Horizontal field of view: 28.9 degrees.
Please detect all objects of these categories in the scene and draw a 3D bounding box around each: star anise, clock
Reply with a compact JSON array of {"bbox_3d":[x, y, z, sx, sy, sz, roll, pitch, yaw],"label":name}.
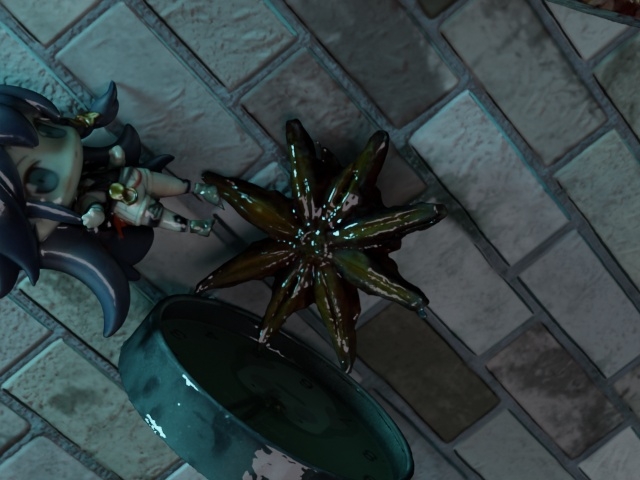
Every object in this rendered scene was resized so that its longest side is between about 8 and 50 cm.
[{"bbox_3d":[0.000,0.000,1.276,0.272,0.102,0.272,1,95,10],"label":"star anise"},{"bbox_3d":[-0.050,0.168,1.239,0.319,0.319,0.066,26,106,-28],"label":"clock"}]

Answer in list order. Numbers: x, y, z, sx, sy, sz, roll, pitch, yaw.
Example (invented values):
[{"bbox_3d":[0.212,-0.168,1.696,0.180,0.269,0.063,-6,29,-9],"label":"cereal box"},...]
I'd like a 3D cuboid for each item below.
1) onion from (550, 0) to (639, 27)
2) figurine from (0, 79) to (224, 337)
[{"bbox_3d":[0.264,-0.303,1.122,0.206,0.216,0.207,7,110,-24],"label":"onion"},{"bbox_3d":[-0.246,-0.038,1.151,0.265,0.175,0.197,36,110,-22],"label":"figurine"}]
